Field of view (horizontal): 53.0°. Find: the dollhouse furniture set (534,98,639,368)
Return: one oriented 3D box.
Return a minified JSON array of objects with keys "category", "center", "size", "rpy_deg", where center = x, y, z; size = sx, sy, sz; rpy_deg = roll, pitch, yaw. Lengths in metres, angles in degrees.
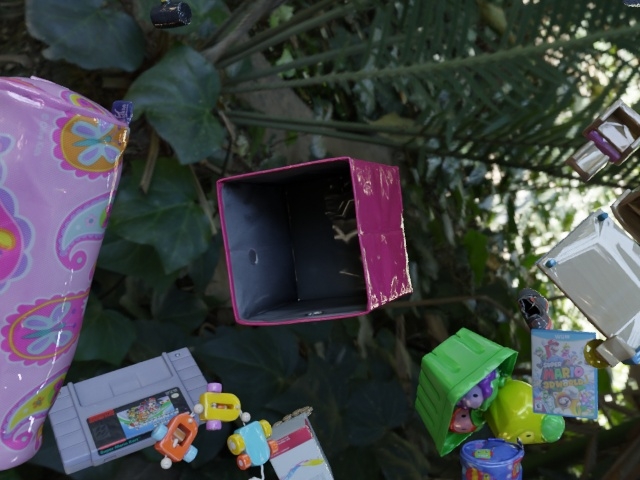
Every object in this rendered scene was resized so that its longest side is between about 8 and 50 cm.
[{"category":"dollhouse furniture set","center":[0.433,0.007,1.007],"size":[0.286,0.303,0.198],"rpy_deg":[47,-7,10]}]

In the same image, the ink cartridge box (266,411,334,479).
[{"category":"ink cartridge box","center":[-0.057,0.571,1.687],"size":[0.176,0.127,0.128],"rpy_deg":[64,-4,-2]}]

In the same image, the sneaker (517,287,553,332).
[{"category":"sneaker","center":[0.443,0.134,1.348],"size":[0.065,0.061,0.158],"rpy_deg":[51,16,-20]}]

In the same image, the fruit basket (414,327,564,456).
[{"category":"fruit basket","center":[0.468,0.469,1.795],"size":[0.283,0.392,0.392],"rpy_deg":[-31,105,-22]}]

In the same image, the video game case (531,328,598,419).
[{"category":"video game case","center":[0.472,0.257,1.246],"size":[0.015,0.119,0.166],"rpy_deg":[-7,95,-62]}]

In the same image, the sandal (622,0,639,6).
[{"category":"sandal","center":[0.323,-0.335,0.659],"size":[0.126,0.138,0.317],"rpy_deg":[53,16,-35]}]

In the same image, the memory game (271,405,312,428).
[{"category":"memory game","center":[-0.105,0.572,2.014],"size":[0.012,0.186,0.186],"rpy_deg":[60,27,1]}]

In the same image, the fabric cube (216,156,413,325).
[{"category":"fabric cube","center":[0.000,0.000,1.158],"size":[0.258,0.254,0.259],"rpy_deg":[-7,89,-67]}]

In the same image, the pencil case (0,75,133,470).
[{"category":"pencil case","center":[-0.230,0.020,0.471],"size":[0.124,0.124,0.284],"rpy_deg":[8,99,-61]}]

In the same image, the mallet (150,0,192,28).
[{"category":"mallet","center":[-0.267,-0.418,0.992],"size":[0.190,0.062,0.039],"rpy_deg":[65,36,-29]}]

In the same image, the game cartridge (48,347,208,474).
[{"category":"game cartridge","center":[-0.436,0.384,1.496],"size":[0.355,0.230,0.068],"rpy_deg":[-15,124,-27]}]

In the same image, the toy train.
[{"category":"toy train","center":[-0.133,0.255,0.807],"size":[0.166,0.046,0.125],"rpy_deg":[40,48,-21]}]

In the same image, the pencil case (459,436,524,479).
[{"category":"pencil case","center":[0.348,0.538,1.271],"size":[0.133,0.119,0.306],"rpy_deg":[-19,105,-57]}]
